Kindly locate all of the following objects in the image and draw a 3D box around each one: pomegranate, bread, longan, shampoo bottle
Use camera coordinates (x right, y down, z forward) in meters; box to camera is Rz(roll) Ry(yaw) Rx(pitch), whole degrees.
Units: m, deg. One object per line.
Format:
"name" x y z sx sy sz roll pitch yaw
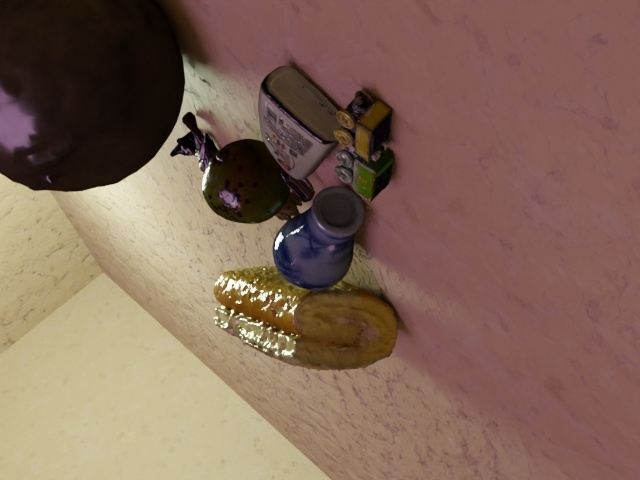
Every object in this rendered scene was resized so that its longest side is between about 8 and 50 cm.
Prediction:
"pomegranate" -0.116 -0.093 1.756 0.205 0.159 0.159 31 177 -40
"bread" -0.036 0.147 1.936 0.375 0.237 0.165 13 98 59
"longan" -0.450 -0.274 1.763 0.404 0.404 0.436 55 159 -16
"shampoo bottle" -0.034 -0.152 1.557 0.153 0.071 0.284 44 164 11

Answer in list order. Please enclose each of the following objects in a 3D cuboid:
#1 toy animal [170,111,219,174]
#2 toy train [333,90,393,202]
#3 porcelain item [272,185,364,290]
"toy animal" -0.226 -0.159 2.003 0.202 0.070 0.105 55 143 -4
"toy train" 0.063 -0.129 1.388 0.081 0.060 0.202 36 159 17
"porcelain item" 0.000 0.000 1.693 0.141 0.141 0.259 47 152 7
